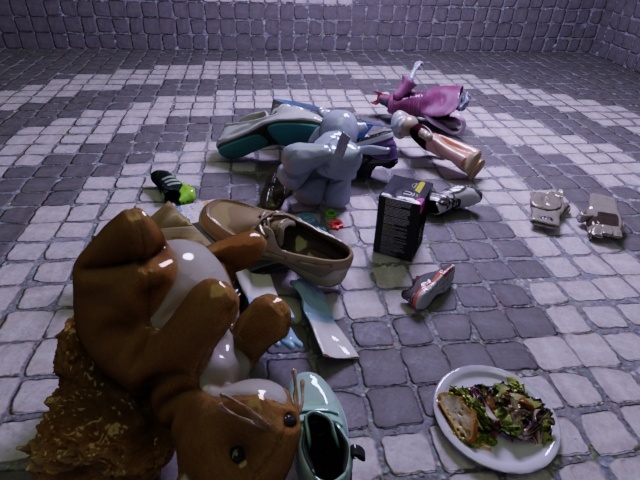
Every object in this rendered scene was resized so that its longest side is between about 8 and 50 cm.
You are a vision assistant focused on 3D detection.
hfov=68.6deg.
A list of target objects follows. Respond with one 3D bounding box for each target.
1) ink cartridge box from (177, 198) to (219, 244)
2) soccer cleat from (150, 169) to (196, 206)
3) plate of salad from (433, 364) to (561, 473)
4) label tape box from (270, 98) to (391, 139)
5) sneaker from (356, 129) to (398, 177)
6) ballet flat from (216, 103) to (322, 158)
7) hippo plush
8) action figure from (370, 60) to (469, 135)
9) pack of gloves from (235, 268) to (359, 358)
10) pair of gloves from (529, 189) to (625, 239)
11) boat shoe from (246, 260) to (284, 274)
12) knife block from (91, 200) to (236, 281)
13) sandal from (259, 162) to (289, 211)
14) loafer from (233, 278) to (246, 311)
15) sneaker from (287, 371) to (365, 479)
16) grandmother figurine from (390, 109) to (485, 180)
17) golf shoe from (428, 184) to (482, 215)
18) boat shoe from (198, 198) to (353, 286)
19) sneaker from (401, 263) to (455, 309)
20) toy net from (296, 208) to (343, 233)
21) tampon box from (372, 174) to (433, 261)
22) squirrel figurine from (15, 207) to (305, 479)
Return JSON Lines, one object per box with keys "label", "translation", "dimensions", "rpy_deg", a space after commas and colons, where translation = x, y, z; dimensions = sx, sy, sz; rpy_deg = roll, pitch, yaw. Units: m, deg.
{"label": "ink cartridge box", "translation": [-0.279, -0.035, 1.127], "dimensions": [0.143, 0.090, 0.092], "rpy_deg": [-15, 39, -23]}
{"label": "soccer cleat", "translation": [-0.425, -0.148, 1.308], "dimensions": [0.179, 0.060, 0.072], "rpy_deg": [27, 43, 26]}
{"label": "plate of salad", "translation": [0.285, 0.274, 0.757], "dimensions": [0.200, 0.048, 0.200], "rpy_deg": [2, 34, -1]}
{"label": "label tape box", "translation": [0.030, -0.376, 1.565], "dimensions": [0.334, 0.106, 0.240], "rpy_deg": [25, 21, 28]}
{"label": "sneaker", "translation": [0.099, -0.241, 1.444], "dimensions": [0.283, 0.124, 0.107], "rpy_deg": [-10, 16, 28]}
{"label": "ballet flat", "translation": [-0.150, -0.357, 1.462], "dimensions": [0.400, 0.139, 0.139], "rpy_deg": [-7, 30, 23]}
{"label": "hippo plush", "translation": [0.010, -0.257, 1.262], "dimensions": [0.234, 0.294, 0.236], "rpy_deg": [14, 53, -17]}
{"label": "action figure", "translation": [0.377, -0.520, 1.834], "dimensions": [0.370, 0.248, 0.276], "rpy_deg": [4, 68, 10]}
{"label": "pack of gloves", "translation": [-0.043, 0.122, 0.892], "dimensions": [0.195, 0.046, 0.232], "rpy_deg": [12, 27, -32]}
{"label": "pair of gloves", "translation": [0.699, -0.073, 1.288], "dimensions": [0.240, 0.042, 0.204], "rpy_deg": [11, 39, 15]}
{"label": "boat shoe", "translation": [-0.159, 0.043, 1.046], "dimensions": [0.228, 0.068, 0.081], "rpy_deg": [-10, 68, -15]}
{"label": "knife block", "translation": [-0.343, 0.053, 0.961], "dimensions": [0.276, 0.088, 0.242], "rpy_deg": [41, 80, 24]}
{"label": "sandal", "translation": [-0.113, -0.151, 1.341], "dimensions": [0.090, 0.060, 0.219], "rpy_deg": [3, 49, 11]}
{"label": "loafer", "translation": [-0.218, 0.135, 0.880], "dimensions": [0.078, 0.080, 0.220], "rpy_deg": [34, 43, 12]}
{"label": "sneaker", "translation": [0.002, 0.258, 0.671], "dimensions": [0.094, 0.151, 0.256], "rpy_deg": [-6, 34, -9]}
{"label": "grandmother figurine", "translation": [0.367, -0.321, 1.523], "dimensions": [0.342, 0.208, 0.104], "rpy_deg": [41, 90, 28]}
{"label": "golf shoe", "translation": [0.346, -0.101, 1.289], "dimensions": [0.198, 0.077, 0.094], "rpy_deg": [-1, 45, 7]}
{"label": "boat shoe", "translation": [-0.092, -0.017, 0.985], "dimensions": [0.341, 0.110, 0.121], "rpy_deg": [21, 59, 0]}
{"label": "sneaker", "translation": [0.233, 0.087, 1.014], "dimensions": [0.065, 0.061, 0.158], "rpy_deg": [25, 40, 39]}
{"label": "toy net", "translation": [0.000, 0.000, 1.139], "dimensions": [0.122, 0.045, 0.232], "rpy_deg": [-1, 37, -8]}
{"label": "tampon box", "translation": [0.197, -0.055, 1.124], "dimensions": [0.101, 0.161, 0.120], "rpy_deg": [16, 37, 18]}
{"label": "squirrel figurine", "translation": [-0.205, 0.209, 0.656], "dimensions": [0.397, 0.281, 0.370], "rpy_deg": [-37, 68, 13]}
